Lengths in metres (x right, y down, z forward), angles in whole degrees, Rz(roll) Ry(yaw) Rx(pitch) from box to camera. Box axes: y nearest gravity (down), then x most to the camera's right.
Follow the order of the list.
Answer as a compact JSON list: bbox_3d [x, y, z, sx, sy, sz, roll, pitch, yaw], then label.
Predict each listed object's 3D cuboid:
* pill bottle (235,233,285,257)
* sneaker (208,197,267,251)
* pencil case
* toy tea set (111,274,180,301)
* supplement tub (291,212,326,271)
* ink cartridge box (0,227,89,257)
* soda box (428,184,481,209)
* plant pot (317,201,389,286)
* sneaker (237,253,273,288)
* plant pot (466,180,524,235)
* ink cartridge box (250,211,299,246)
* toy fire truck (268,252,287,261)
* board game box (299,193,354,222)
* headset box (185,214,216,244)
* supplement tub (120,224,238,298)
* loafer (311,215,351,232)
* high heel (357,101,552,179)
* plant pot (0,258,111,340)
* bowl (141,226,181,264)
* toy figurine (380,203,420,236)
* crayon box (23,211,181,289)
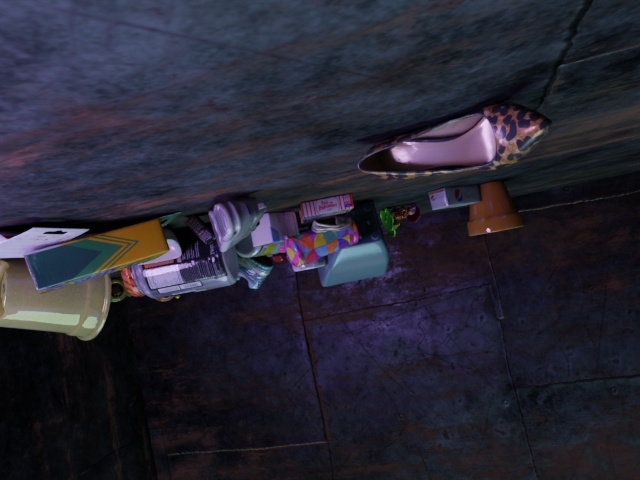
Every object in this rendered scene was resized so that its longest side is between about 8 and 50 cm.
[{"bbox_3d":[-0.191,-0.008,1.669,0.117,0.117,0.215,-12,177,27],"label":"pill bottle"},{"bbox_3d":[-0.188,-0.038,1.157,0.115,0.105,0.281,-17,-177,-18],"label":"sneaker"},{"bbox_3d":[0.000,0.000,1.512,0.237,0.104,0.104,-19,-179,-23],"label":"pencil case"},{"bbox_3d":[-0.627,0.114,1.663,0.336,0.199,0.124,-4,-179,-29],"label":"toy tea set"},{"bbox_3d":[-0.054,0.003,1.668,0.117,0.190,0.117,-12,178,0],"label":"supplement tub"},{"bbox_3d":[-0.572,-0.010,0.962,0.179,0.045,0.145,-22,174,14],"label":"ink cartridge box"},{"bbox_3d":[0.494,-0.159,1.820,0.216,0.069,0.074,-10,177,-41],"label":"soda box"},{"bbox_3d":[0.107,-0.007,1.736,0.248,0.246,0.252,-11,161,-8],"label":"plant pot"},{"bbox_3d":[-0.304,0.070,1.700,0.283,0.122,0.110,29,-165,21],"label":"sneaker"},{"bbox_3d":[0.662,-0.127,1.924,0.205,0.187,0.205,-10,178,0],"label":"plant pot"},{"bbox_3d":[-0.137,-0.036,1.548,0.090,0.092,0.143,-13,176,37],"label":"ink cartridge box"},{"bbox_3d":[-0.203,0.019,2.018,0.047,0.192,0.135,-11,-154,23],"label":"toy fire truck"},{"bbox_3d":[0.013,-0.092,1.481,0.147,0.045,0.193,-11,178,-5],"label":"board game box"},{"bbox_3d":[-0.298,-0.029,1.242,0.032,0.083,0.062,-47,179,-3],"label":"headset box"},{"bbox_3d":[-0.424,0.069,1.513,0.316,0.193,0.193,-10,178,4],"label":"supplement tub"},{"bbox_3d":[0.036,-0.052,1.470,0.125,0.045,0.039,-11,140,-18],"label":"loafer"},{"bbox_3d":[0.178,-0.130,0.715,0.186,0.093,0.261,-17,-171,-20],"label":"high heel"},{"bbox_3d":[-0.775,0.146,1.395,0.276,0.275,0.254,-13,165,40],"label":"plant pot"},{"bbox_3d":[-0.458,0.012,1.355,0.142,0.053,0.142,-10,157,-11],"label":"bowl"},{"bbox_3d":[0.362,-0.115,2.169,0.159,0.130,0.173,-24,155,-8],"label":"toy figurine"},{"bbox_3d":[-0.481,0.030,1.134,0.323,0.083,0.203,-20,-178,-28],"label":"crayon box"}]
